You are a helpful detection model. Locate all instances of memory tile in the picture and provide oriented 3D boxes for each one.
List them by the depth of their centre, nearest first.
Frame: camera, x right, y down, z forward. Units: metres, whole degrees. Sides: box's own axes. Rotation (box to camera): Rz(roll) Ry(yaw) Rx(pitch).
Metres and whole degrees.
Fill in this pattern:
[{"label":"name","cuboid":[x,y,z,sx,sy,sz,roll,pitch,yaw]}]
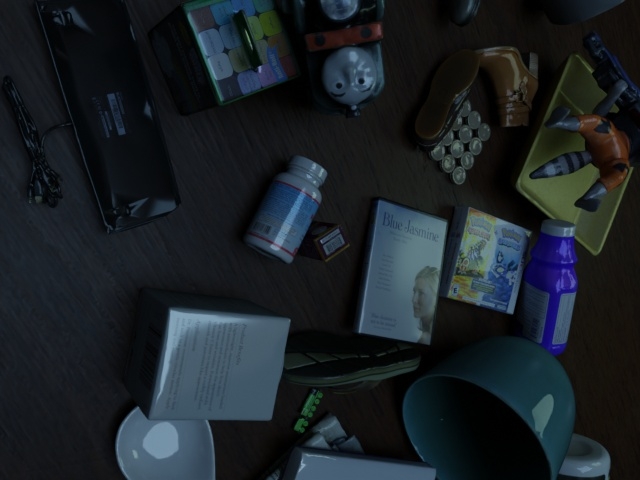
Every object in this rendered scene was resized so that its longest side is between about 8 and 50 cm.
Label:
[{"label":"memory tile","cuboid":[0.277,-0.197,1.155,0.113,0.012,0.148,40,76,-29]}]

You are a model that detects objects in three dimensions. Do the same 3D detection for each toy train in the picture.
[{"label":"toy train","cuboid":[0.026,-0.274,0.825,0.142,0.334,0.190,-11,105,0]},{"label":"toy train","cuboid":[-0.024,0.299,1.024,0.023,0.017,0.083,32,79,-19]}]

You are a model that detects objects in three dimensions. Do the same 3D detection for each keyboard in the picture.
[{"label":"keyboard","cuboid":[-0.318,-0.162,0.784,0.201,0.033,0.317,-22,106,-35]}]

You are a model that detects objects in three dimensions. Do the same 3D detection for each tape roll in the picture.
[{"label":"tape roll","cuboid":[0.547,-0.533,1.162,0.072,0.219,0.219,46,72,-26]}]

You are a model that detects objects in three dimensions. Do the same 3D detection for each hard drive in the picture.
[{"label":"hard drive","cuboid":[0.054,0.483,1.022,0.318,0.040,0.210,21,87,-33]}]

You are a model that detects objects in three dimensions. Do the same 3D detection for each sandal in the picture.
[{"label":"sandal","cuboid":[0.053,0.225,1.010,0.302,0.120,0.086,7,114,-35]}]

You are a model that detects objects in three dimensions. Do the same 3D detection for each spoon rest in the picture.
[{"label":"spoon rest","cuboid":[-0.199,0.360,0.862,0.137,0.084,0.277,-29,99,-22]}]

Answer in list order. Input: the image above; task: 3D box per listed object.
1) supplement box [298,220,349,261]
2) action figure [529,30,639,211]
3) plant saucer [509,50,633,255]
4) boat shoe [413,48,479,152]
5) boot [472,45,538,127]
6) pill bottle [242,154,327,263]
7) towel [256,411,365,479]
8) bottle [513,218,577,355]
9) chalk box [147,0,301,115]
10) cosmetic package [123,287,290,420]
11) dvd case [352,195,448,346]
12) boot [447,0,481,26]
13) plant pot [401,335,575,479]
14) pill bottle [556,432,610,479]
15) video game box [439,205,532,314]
[{"label":"supplement box","cuboid":[0.000,0.000,0.965,0.055,0.083,0.043,-35,111,-24]},{"label":"action figure","cuboid":[0.565,-0.237,1.186,0.330,0.178,0.341,-22,80,-34]},{"label":"plant saucer","cuboid":[0.559,-0.183,1.291,0.332,0.081,0.333,31,80,-30]},{"label":"boat shoe","cuboid":[0.235,-0.262,1.095,0.207,0.073,0.073,-57,157,-10]},{"label":"boot","cuboid":[0.366,-0.305,1.166,0.197,0.073,0.153,-2,100,-29]},{"label":"pill bottle","cuboid":[-0.052,-0.050,0.926,0.087,0.087,0.160,31,80,-30]},{"label":"towel","cuboid":[-0.020,0.514,1.028,0.324,0.056,0.312,-38,113,-23]},{"label":"bottle","cuboid":[0.481,0.098,1.228,0.092,0.118,0.283,-2,108,-15]},{"label":"chalk box","cuboid":[-0.123,-0.258,0.784,0.132,0.213,0.133,-28,109,-26]},{"label":"cosmetic package","cuboid":[-0.166,0.162,0.841,0.183,0.151,0.151,12,90,-32]},{"label":"dvd case","cuboid":[0.155,0.062,1.082,0.180,0.022,0.253,15,80,-30]},{"label":"boot","cuboid":[0.210,-0.520,1.050,0.161,0.083,0.247,2,89,-25]},{"label":"plant pot","cuboid":[0.340,0.318,1.106,0.235,0.293,0.293,-31,111,-41]},{"label":"pill bottle","cuboid":[0.535,0.617,1.303,0.187,0.188,0.334,0,95,-32]},{"label":"video game box","cuboid":[0.341,0.044,1.203,0.205,0.048,0.187,15,85,-32]}]
